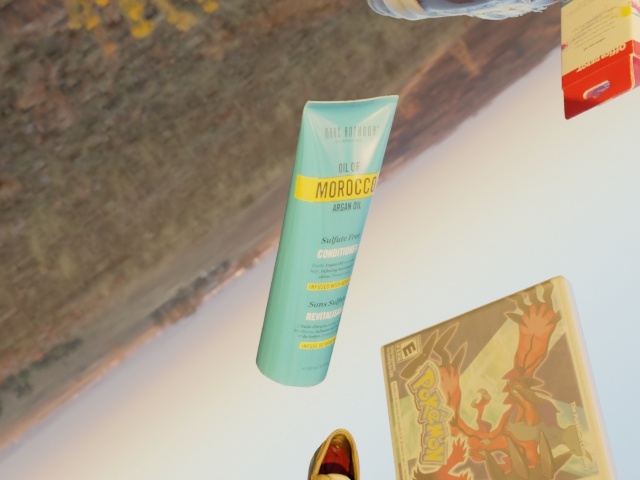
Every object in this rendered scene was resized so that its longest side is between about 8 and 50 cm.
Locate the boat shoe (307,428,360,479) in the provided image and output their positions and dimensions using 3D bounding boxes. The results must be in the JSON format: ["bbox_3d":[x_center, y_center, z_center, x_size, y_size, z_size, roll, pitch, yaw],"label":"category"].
[{"bbox_3d":[0.009,0.217,0.914,0.135,0.050,0.045,-91,-162,-55],"label":"boat shoe"}]

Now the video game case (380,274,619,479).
[{"bbox_3d":[0.139,0.147,0.872,0.183,0.023,0.201,-25,-129,27],"label":"video game case"}]

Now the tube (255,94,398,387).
[{"bbox_3d":[0.000,0.000,0.725,0.080,0.052,0.207,-13,124,-45],"label":"tube"}]

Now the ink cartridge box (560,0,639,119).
[{"bbox_3d":[0.413,-0.283,1.503,0.134,0.078,0.231,-26,-125,54],"label":"ink cartridge box"}]

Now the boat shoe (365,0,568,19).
[{"bbox_3d":[0.161,-0.216,0.772,0.130,0.132,0.355,11,-155,30],"label":"boat shoe"}]
